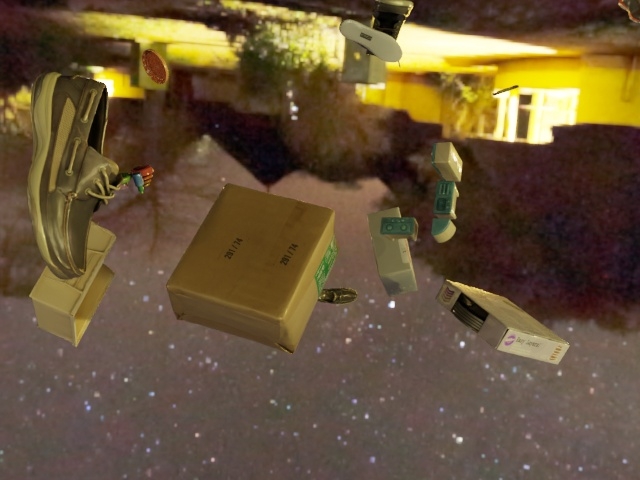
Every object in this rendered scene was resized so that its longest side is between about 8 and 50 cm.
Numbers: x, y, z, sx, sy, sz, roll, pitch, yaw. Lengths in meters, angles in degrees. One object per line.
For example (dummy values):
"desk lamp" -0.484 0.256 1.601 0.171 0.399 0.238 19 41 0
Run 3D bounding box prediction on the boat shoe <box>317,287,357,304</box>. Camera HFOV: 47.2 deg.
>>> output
"boat shoe" 0.044 0.178 2.316 0.152 0.056 0.049 -2 -179 -6

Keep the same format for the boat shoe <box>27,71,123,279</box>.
"boat shoe" -0.406 -0.114 1.227 0.130 0.355 0.132 -4 176 -1

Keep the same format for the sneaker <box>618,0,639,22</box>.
"sneaker" 0.758 -0.565 1.733 0.061 0.065 0.158 -16 -139 -6

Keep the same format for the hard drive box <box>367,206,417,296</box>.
"hard drive box" 0.199 0.037 2.009 0.089 0.181 0.232 -13 161 8

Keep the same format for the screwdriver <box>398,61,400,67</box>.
"screwdriver" 0.169 -0.489 1.733 0.024 0.170 0.025 -13 168 2

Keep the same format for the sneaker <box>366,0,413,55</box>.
"sneaker" 0.148 -0.462 1.601 0.083 0.118 0.222 13 -171 3

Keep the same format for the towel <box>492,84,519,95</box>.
"towel" 0.454 -0.369 1.797 0.060 0.009 0.083 -18 -174 11

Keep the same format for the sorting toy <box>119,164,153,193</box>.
"sorting toy" -0.376 -0.117 1.471 0.102 0.042 0.061 -28 -151 -36

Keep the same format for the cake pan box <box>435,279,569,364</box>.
"cake pan box" 0.449 0.201 1.824 0.267 0.070 0.246 17 -166 -38

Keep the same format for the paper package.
"paper package" -0.147 0.062 1.723 0.309 0.168 0.325 15 -123 15

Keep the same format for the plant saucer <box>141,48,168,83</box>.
"plant saucer" -0.378 -0.401 1.682 0.083 0.083 0.013 13 -140 42

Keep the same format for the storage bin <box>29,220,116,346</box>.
"storage bin" -0.649 0.110 1.952 0.123 0.260 0.262 24 151 -4

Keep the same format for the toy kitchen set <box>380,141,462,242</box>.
"toy kitchen set" 0.230 -0.111 1.717 0.166 0.207 0.122 2 163 24

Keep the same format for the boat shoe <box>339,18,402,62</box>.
"boat shoe" 0.102 -0.406 1.475 0.142 0.049 0.040 26 -161 -13
